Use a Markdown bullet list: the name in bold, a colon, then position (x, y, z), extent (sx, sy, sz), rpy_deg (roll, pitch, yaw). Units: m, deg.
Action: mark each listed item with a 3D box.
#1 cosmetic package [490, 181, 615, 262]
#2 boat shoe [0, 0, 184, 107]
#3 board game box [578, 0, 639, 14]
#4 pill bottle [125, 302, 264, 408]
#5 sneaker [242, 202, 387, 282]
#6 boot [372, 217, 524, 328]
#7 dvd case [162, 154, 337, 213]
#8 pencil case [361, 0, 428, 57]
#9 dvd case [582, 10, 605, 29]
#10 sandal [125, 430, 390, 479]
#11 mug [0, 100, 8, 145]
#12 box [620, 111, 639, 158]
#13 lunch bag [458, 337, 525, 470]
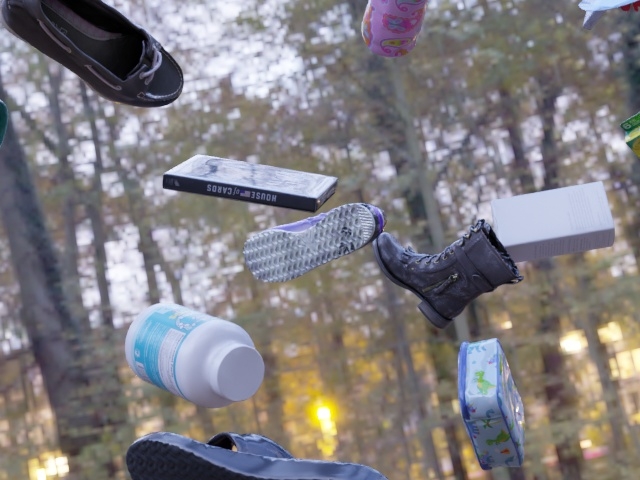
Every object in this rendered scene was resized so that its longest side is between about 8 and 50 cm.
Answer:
- **cosmetic package**: position (0.468, -0.034, 2.474), extent (0.231, 0.117, 0.085), rpy_deg (-10, -30, 5)
- **boat shoe**: position (-0.308, -0.276, 1.758), extent (0.095, 0.112, 0.335), rpy_deg (4, -16, 44)
- **board game box**: position (0.446, -0.348, 1.713), extent (0.168, 0.033, 0.133), rpy_deg (-40, 24, -30)
- **pill bottle**: position (-0.204, 0.194, 2.040), extent (0.146, 0.146, 0.264), rpy_deg (-3, 9, -38)
- **sneaker**: position (0.001, 0.001, 2.295), extent (0.293, 0.102, 0.146), rpy_deg (-17, 2, 28)
- **boot**: position (0.255, 0.031, 2.447), extent (0.229, 0.263, 0.091), rpy_deg (-44, -3, 33)
- **dvd case**: position (-0.105, -0.089, 1.901), extent (0.238, 0.030, 0.179), rpy_deg (9, 14, 9)
- **pencil case**: position (0.158, -0.468, 2.310), extent (0.124, 0.124, 0.284), rpy_deg (-8, -27, -15)
- **dvd case**: position (0.616, -0.570, 2.525), extent (0.022, 0.180, 0.253), rpy_deg (20, -23, -4)
- **sandal**: position (-0.071, 0.342, 1.677), extent (0.445, 0.168, 0.107), rpy_deg (4, 25, 31)
- **mug**: position (-0.622, -0.186, 2.138), extent (0.097, 0.158, 0.129), rpy_deg (21, 26, 7)
- **box**: position (0.655, -0.177, 2.306), extent (0.179, 0.043, 0.105), rpy_deg (43, -52, -18)
- **lunch bag**: position (0.309, 0.294, 2.207), extent (0.090, 0.176, 0.219), rpy_deg (-9, -48, 18)
